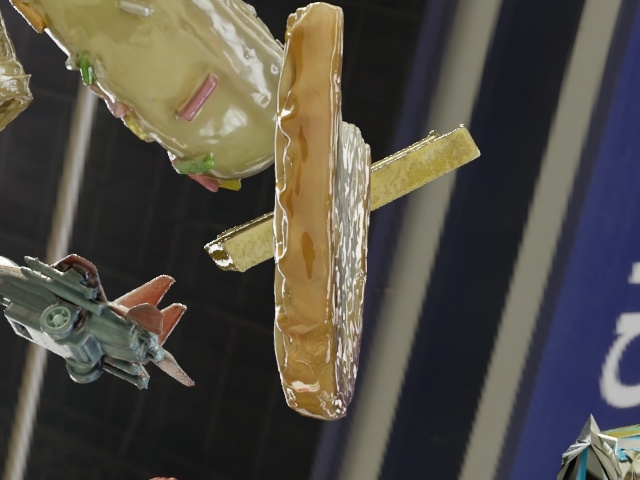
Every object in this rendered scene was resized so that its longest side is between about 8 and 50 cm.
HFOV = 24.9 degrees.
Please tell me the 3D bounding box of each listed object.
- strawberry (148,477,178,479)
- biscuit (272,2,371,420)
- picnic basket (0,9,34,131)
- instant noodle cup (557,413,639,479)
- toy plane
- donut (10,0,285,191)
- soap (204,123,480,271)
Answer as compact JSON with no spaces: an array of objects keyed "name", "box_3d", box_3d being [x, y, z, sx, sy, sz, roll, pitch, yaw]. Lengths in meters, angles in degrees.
[{"name":"strawberry","box_3d":[-0.097,0.236,1.095,0.236,0.175,0.106,18,-73,40]},{"name":"biscuit","box_3d":[0.000,0.000,0.832,0.040,0.309,0.204,2,-101,5]},{"name":"picnic basket","box_3d":[-0.356,-0.089,0.820,0.228,0.313,0.175,-27,-100,50]},{"name":"instant noodle cup","box_3d":[0.289,0.232,1.097,0.240,0.178,0.240,177,-90,-80]},{"name":"toy plane","box_3d":[-0.286,0.071,1.503,0.326,0.223,0.104,10,-123,19]},{"name":"donut","box_3d":[-0.149,-0.194,1.291,0.150,0.371,0.307,-43,-163,4]},{"name":"soap","box_3d":[0.018,-0.037,1.319,0.037,0.252,0.092,65,-13,-5]}]
